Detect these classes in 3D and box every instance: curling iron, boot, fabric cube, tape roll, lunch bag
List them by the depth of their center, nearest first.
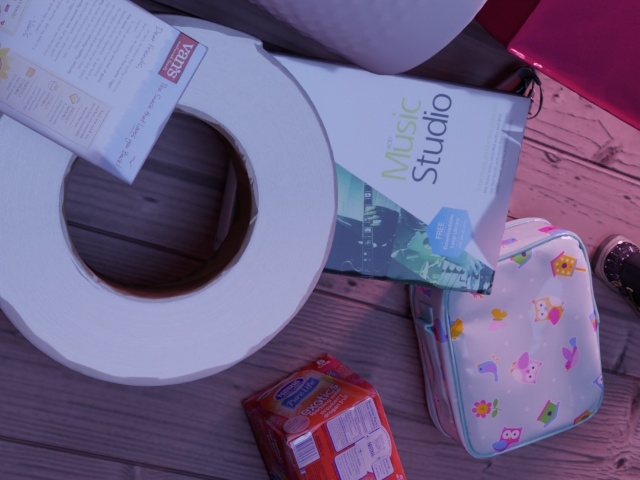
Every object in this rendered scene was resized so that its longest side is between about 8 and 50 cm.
[{"bbox_3d":[-0.172,-0.044,1.775,0.392,0.072,0.392,-3,102,-15],"label":"tape roll"},{"bbox_3d":[0.307,-0.309,1.860,0.254,0.258,0.259,27,107,-32],"label":"fabric cube"},{"bbox_3d":[0.158,-0.114,2.013,0.274,0.035,0.068,-37,122,-13],"label":"curling iron"},{"bbox_3d":[0.222,0.114,2.090,0.224,0.108,0.279,-18,114,-16],"label":"lunch bag"},{"bbox_3d":[0.472,0.086,2.179,0.236,0.178,0.085,31,91,-33],"label":"boot"}]

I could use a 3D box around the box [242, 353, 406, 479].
[{"bbox_3d":[0.020,0.283,2.027,0.128,0.122,0.257,-28,120,-18],"label":"box"}]

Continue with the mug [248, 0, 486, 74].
[{"bbox_3d":[0.025,-0.388,1.667,0.328,0.276,0.374,27,121,-30],"label":"mug"}]

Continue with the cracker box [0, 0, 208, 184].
[{"bbox_3d":[-0.247,-0.178,1.654,0.232,0.067,0.156,30,90,-15],"label":"cracker box"}]

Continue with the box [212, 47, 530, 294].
[{"bbox_3d":[0.058,-0.074,1.900,0.321,0.058,0.232,8,99,-15],"label":"box"}]
